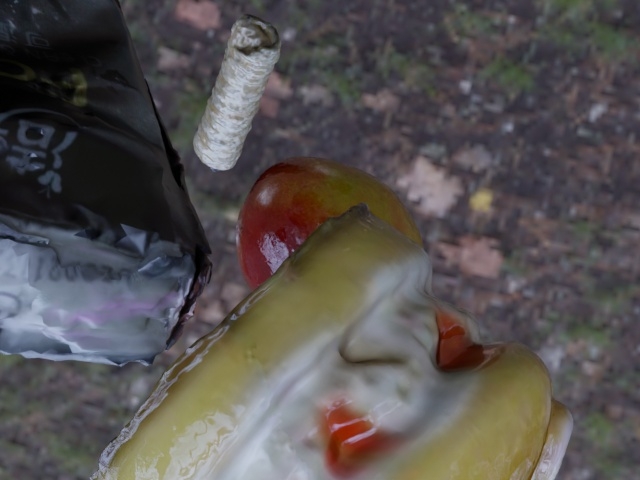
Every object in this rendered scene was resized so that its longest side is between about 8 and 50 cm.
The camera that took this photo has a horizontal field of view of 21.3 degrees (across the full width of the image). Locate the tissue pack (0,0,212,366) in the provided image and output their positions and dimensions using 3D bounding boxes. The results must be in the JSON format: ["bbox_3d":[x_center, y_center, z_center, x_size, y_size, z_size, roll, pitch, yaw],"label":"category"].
[{"bbox_3d":[-0.205,-0.075,0.960,0.245,0.332,0.123,7,124,-23],"label":"tissue pack"}]

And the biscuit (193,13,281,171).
[{"bbox_3d":[-0.094,-0.153,1.831,0.061,0.055,0.219,40,142,10],"label":"biscuit"}]

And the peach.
[{"bbox_3d":[0.000,0.000,1.751,0.197,0.197,0.197,13,157,6],"label":"peach"}]

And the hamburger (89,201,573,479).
[{"bbox_3d":[-0.008,0.142,0.882,0.186,0.261,0.303,44,136,4],"label":"hamburger"}]
